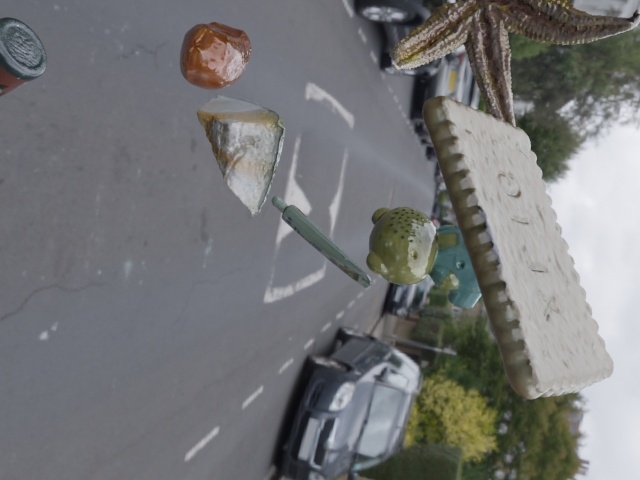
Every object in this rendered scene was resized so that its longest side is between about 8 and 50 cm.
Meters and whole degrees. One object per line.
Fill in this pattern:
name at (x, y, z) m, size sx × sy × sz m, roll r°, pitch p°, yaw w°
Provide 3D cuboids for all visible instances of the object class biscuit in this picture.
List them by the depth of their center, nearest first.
biscuit at (0.212, 0.005, 0.723) m, size 0.217 × 0.044 × 0.325 m, roll 6°, pitch 63°, yaw -49°

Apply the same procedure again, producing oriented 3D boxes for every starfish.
starfish at (0.294, -0.389, 1.131) m, size 0.398 × 0.384 × 0.132 m, roll -41°, pitch 158°, yaw 3°

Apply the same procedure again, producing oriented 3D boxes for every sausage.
sausage at (-0.214, -0.375, 1.371) m, size 0.258 × 0.133 × 0.133 m, roll -77°, pitch 174°, yaw -71°

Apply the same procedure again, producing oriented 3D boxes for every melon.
melon at (-0.108, -0.143, 1.003) m, size 0.093 × 0.139 × 0.202 m, roll -15°, pitch 86°, yaw -55°

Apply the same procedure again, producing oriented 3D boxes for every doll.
doll at (0.227, 0.025, 1.422) m, size 0.161 × 0.261 × 0.177 m, roll 106°, pitch -3°, yaw -52°

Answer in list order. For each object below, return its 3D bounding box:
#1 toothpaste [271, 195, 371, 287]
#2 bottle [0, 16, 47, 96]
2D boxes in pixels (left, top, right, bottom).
toothpaste at (0.000, 0.000, 1.282) m, size 0.037 × 0.255 × 0.067 m, roll -44°, pitch 166°, yaw -17°
bottle at (-0.802, -0.382, 1.556) m, size 0.144 × 0.336 × 0.144 m, roll 43°, pitch 37°, yaw -44°
